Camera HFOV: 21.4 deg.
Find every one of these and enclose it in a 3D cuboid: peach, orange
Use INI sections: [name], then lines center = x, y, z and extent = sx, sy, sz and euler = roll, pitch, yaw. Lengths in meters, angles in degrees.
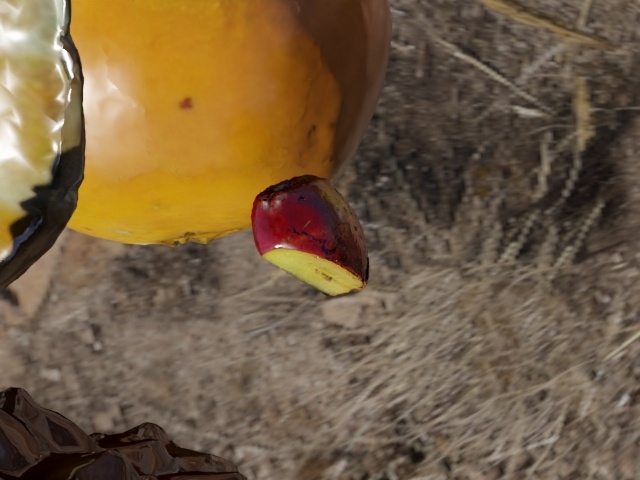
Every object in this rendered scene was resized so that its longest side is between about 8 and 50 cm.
[peach]
center = 0.000, 0.000, 1.035
extent = 0.050, 0.077, 0.083
euler = -15, 104, 34
[orange]
center = -0.102, -0.143, 1.183
extent = 0.312, 0.312, 0.312
euler = 2, 95, 22

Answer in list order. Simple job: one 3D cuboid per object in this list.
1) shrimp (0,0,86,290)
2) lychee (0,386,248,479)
[shrimp]
center = -0.256, -0.166, 0.702
extent = 0.445, 0.085, 0.272
euler = 49, 133, 5
[lychee]
center = -0.149, 0.289, 0.533
extent = 0.424, 0.424, 0.500
euler = 31, 97, 17
